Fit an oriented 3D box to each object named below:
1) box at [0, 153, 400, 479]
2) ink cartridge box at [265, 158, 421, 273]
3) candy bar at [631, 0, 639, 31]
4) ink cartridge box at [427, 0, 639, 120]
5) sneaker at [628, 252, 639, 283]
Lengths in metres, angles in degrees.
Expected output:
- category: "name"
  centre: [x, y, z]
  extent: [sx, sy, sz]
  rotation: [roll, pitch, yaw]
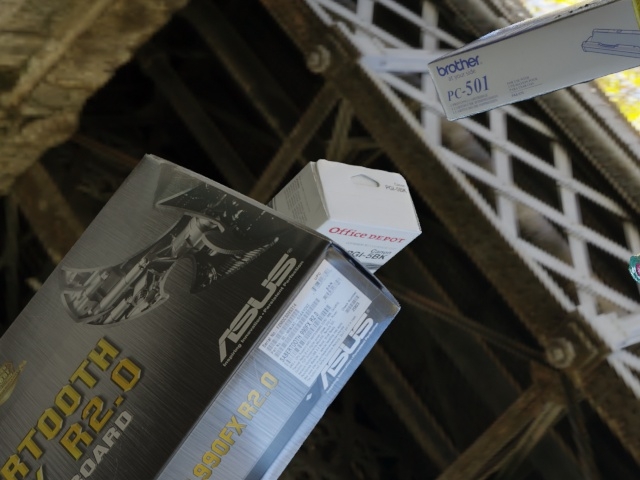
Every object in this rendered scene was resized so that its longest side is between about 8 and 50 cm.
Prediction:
- category: "box"
  centre: [-0.094, 0.080, 0.537]
  extent: [0.231, 0.056, 0.183]
  rotation: [-53, -143, -8]
- category: "ink cartridge box"
  centre: [0.000, 0.000, 0.940]
  extent: [0.135, 0.099, 0.056]
  rotation: [-43, -128, 41]
- category: "candy bar"
  centre: [0.200, -0.082, 0.628]
  extent: [0.040, 0.018, 0.161]
  rotation: [-15, -86, 26]
- category: "ink cartridge box"
  centre: [0.181, -0.134, 0.758]
  extent: [0.207, 0.097, 0.046]
  rotation: [-13, -77, 42]
- category: "sneaker"
  centre: [0.330, -0.002, 0.885]
  extent: [0.178, 0.124, 0.295]
  rotation: [2, -95, 6]
